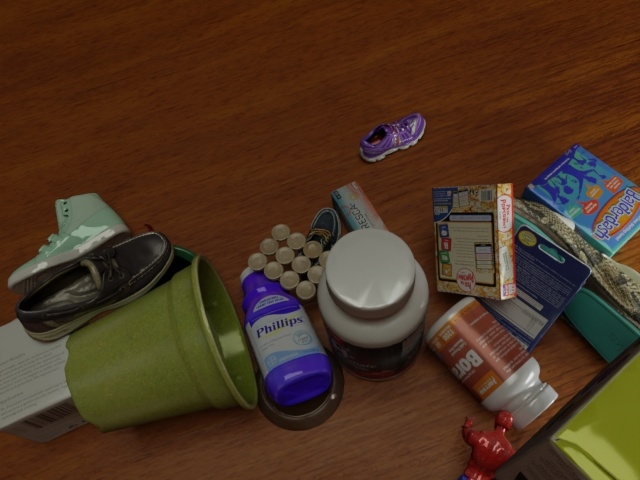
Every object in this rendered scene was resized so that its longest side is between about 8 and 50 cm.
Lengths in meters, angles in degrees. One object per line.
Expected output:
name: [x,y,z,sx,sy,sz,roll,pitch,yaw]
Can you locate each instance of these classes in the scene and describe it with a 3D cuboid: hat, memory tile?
hat: [-0.291,0.071,1.183,0.173,0.183,0.208,-6,99,0]
memory tile: [-0.051,0.038,1.081,0.148,0.012,0.113,29,69,17]

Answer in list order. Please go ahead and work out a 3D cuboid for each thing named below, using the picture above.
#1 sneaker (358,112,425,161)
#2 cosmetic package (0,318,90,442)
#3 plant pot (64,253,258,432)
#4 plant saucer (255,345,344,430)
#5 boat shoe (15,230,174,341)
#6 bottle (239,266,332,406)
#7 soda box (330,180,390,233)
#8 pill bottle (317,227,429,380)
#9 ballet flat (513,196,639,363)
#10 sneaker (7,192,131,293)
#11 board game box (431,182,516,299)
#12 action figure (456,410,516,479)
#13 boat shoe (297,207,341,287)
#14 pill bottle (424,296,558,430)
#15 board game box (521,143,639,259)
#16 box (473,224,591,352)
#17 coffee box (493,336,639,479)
sneaker: [0.161,-0.234,1.267,0.170,0.071,0.068,-32,64,-12]
cosmetic package: [-0.487,0.239,1.037,0.151,0.151,0.184,-23,63,-7]
plant pot: [-0.273,0.196,0.977,0.254,0.276,0.276,-21,62,0]
plant saucer: [-0.041,0.259,1.051,0.168,0.029,0.168,-3,62,5]
boat shoe: [-0.385,0.068,0.997,0.285,0.092,0.103,-32,70,-21]
bottle: [-0.078,0.158,1.045,0.118,0.092,0.283,-17,46,-13]
soda box: [0.090,-0.031,1.173,0.063,0.058,0.183,-26,62,-8]
pill bottle: [0.088,0.110,0.951,0.176,0.318,0.176,-3,62,6]
ballet flat: [0.466,0.060,1.052,0.483,0.164,0.182,44,52,19]
sneaker: [-0.546,0.000,1.202,0.256,0.094,0.151,-33,69,-22]
board game box: [0.267,-0.001,1.010,0.045,0.147,0.193,-7,97,-35]
action figure: [0.238,0.396,0.925,0.091,0.139,0.280,27,90,15]
boat shoe: [0.000,0.000,1.152,0.065,0.083,0.183,8,63,10]
pill bottle: [0.292,0.211,0.986,0.121,0.121,0.216,-37,67,-13]
board game box: [0.544,-0.080,1.158,0.160,0.047,0.210,-39,66,-14]
box: [0.357,0.090,1.002,0.136,0.225,0.036,39,38,22]
coffee box: [0.472,0.282,0.675,0.337,0.334,0.338,-37,64,-13]
